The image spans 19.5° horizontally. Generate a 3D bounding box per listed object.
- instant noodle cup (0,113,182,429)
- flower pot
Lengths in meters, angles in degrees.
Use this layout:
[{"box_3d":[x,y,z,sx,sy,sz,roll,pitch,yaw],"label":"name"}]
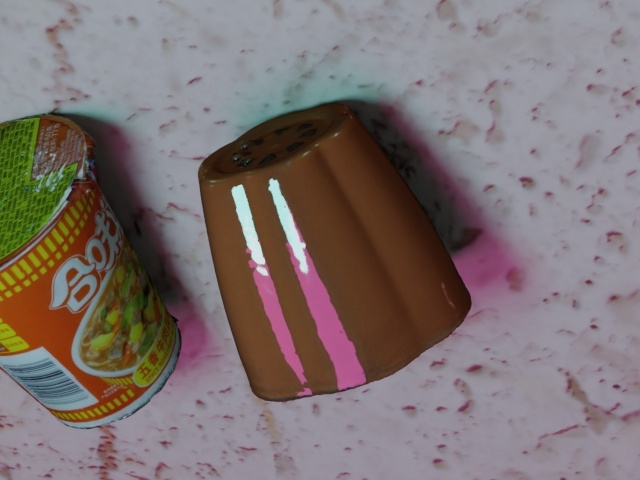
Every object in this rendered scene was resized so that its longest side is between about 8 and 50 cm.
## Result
[{"box_3d":[-0.214,0.038,1.501,0.193,0.193,0.212,-10,134,28],"label":"instant noodle cup"},{"box_3d":[0.000,0.000,1.384,0.191,0.190,0.173,-10,113,28],"label":"flower pot"}]
